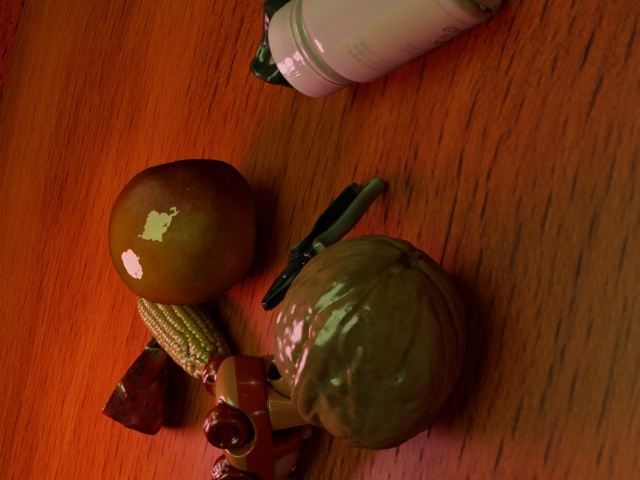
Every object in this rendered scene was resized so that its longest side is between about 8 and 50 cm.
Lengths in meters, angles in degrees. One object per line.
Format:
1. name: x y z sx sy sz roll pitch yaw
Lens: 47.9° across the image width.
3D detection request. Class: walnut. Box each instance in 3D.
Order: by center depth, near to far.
1. walnut: 0.068 0.151 1.064 0.252 0.277 0.313 -74 11 -63

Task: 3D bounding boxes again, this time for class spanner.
1. spanner: 0.000 0.000 1.203 0.095 0.040 0.325 -12 31 49

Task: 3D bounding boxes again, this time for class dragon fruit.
1. dragon fruit: -0.380 0.325 1.626 0.262 0.134 0.212 148 147 -82

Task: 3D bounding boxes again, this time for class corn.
1. corn: -0.300 0.189 1.573 0.347 0.130 0.130 39 110 46

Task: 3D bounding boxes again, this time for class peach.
1. peach: -0.272 -0.024 1.473 0.332 0.307 0.308 -47 49 27

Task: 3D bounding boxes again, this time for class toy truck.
1. toy truck: -0.084 0.311 1.276 0.189 0.239 0.265 -107 13 -60

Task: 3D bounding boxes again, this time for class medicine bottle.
1. medicine bottle: 0.099 -0.392 1.199 0.378 0.213 0.214 -19 67 44

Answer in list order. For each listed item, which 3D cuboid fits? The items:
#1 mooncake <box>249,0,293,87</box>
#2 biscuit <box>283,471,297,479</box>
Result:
1. mooncake: -0.066 -0.389 1.422 0.168 0.175 0.104 -29 43 -10
2. biscuit: -0.090 0.533 1.319 0.240 0.035 0.158 -55 43 24
